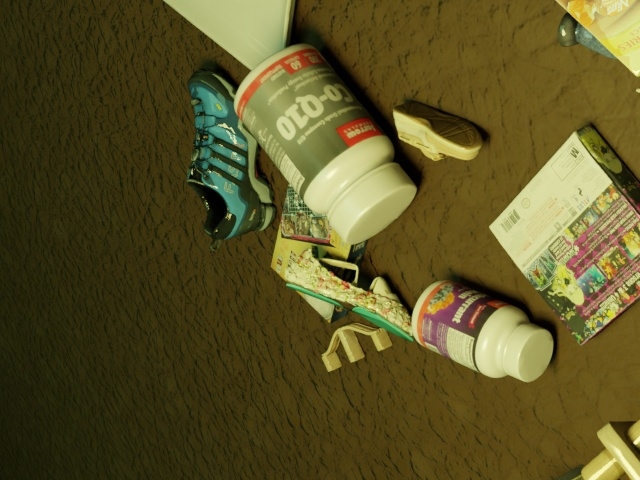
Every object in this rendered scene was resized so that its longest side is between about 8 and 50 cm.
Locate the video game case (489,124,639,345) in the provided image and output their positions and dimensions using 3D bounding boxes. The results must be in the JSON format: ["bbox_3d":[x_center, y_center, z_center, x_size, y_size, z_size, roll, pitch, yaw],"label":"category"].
[{"bbox_3d":[0.346,-0.002,1.560,0.210,0.042,0.232,54,143,16],"label":"video game case"}]

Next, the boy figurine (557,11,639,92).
[{"bbox_3d":[0.397,-0.237,1.315,0.285,0.092,0.177,26,129,41],"label":"boy figurine"}]

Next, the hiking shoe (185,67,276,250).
[{"bbox_3d":[-0.176,-0.146,2.067,0.113,0.132,0.304,-8,104,54],"label":"hiking shoe"}]

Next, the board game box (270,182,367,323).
[{"bbox_3d":[0.000,0.000,2.006,0.165,0.042,0.243,43,139,28],"label":"board game box"}]

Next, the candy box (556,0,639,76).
[{"bbox_3d":[0.373,-0.340,1.198,0.183,0.088,0.316,49,120,21],"label":"candy box"}]

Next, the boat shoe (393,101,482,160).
[{"bbox_3d":[0.167,-0.144,1.694,0.170,0.063,0.059,37,139,47],"label":"boat shoe"}]

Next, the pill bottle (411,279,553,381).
[{"bbox_3d":[0.235,0.134,1.727,0.194,0.108,0.108,22,127,43],"label":"pill bottle"}]

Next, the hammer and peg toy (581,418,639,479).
[{"bbox_3d":[0.485,0.361,1.406,0.127,0.266,0.361,-46,63,18],"label":"hammer and peg toy"}]

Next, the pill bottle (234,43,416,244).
[{"bbox_3d":[0.009,-0.145,1.806,0.283,0.161,0.161,52,143,17],"label":"pill bottle"}]

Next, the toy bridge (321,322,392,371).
[{"bbox_3d":[0.052,0.177,2.058,0.188,0.026,0.063,-30,83,55],"label":"toy bridge"}]

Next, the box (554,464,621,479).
[{"bbox_3d":[0.355,0.397,1.621,0.183,0.233,0.059,16,116,47],"label":"box"}]

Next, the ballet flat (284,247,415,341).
[{"bbox_3d":[0.059,0.082,1.916,0.241,0.077,0.091,24,171,2],"label":"ballet flat"}]

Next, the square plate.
[{"bbox_3d":[-0.140,-0.470,1.900,0.344,0.049,0.347,41,138,30],"label":"square plate"}]
